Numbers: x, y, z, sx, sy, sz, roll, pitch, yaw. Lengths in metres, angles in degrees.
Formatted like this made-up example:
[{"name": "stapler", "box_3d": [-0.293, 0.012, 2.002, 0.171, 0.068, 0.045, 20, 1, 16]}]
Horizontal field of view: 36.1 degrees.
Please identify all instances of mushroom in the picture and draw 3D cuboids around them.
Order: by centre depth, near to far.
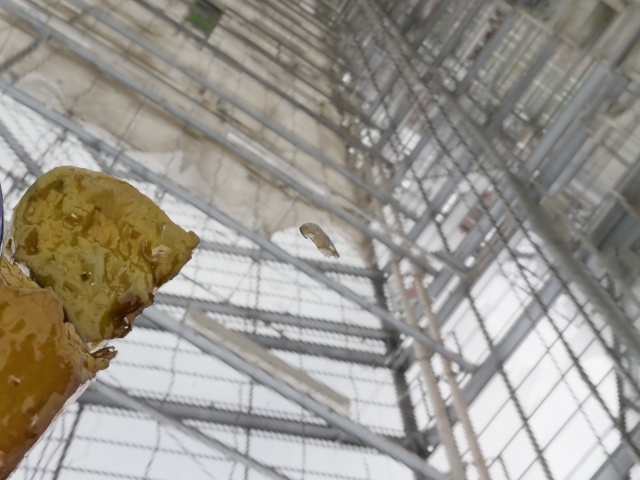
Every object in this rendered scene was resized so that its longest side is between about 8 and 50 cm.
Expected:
[{"name": "mushroom", "box_3d": [0.000, 0.000, 1.493, 0.101, 0.019, 0.049, 37, -154, -50]}]

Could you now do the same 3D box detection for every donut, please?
[{"name": "donut", "box_3d": [-0.297, 0.114, 0.827, 0.163, 0.378, 0.435, 41, -171, -6]}]

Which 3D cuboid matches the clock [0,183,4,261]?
[{"name": "clock", "box_3d": [-0.295, -0.008, 0.545, 0.230, 0.230, 0.083, 33, 162, -7]}]
